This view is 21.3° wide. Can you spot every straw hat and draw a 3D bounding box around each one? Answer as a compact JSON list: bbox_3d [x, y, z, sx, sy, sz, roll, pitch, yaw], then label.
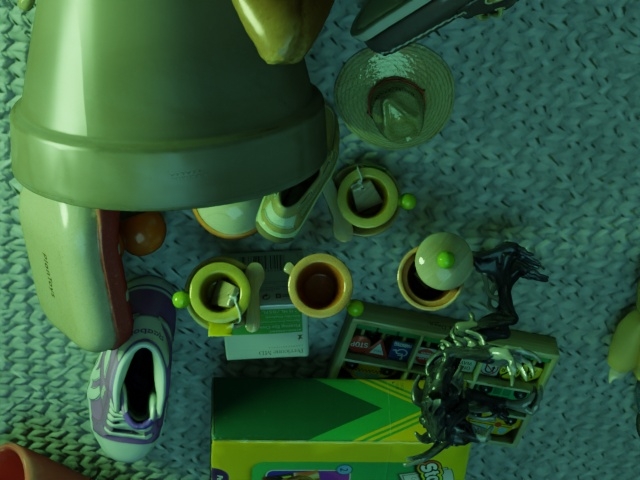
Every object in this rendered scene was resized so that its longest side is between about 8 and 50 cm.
[{"bbox_3d":[0.085,-0.142,1.864,0.144,0.061,0.144,-1,128,-1],"label":"straw hat"}]

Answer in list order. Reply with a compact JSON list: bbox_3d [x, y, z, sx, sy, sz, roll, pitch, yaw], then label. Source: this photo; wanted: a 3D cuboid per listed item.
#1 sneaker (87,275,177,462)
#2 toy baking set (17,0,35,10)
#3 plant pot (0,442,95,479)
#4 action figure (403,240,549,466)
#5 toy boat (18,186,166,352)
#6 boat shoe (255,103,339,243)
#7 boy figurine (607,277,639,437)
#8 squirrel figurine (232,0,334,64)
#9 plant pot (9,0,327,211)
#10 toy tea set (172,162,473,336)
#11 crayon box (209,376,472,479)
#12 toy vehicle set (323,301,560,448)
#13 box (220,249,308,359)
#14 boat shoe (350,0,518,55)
[{"bbox_3d":[-0.232,0.198,2.051,0.102,0.161,0.282,4,128,-7],"label":"sneaker"},{"bbox_3d":[-0.339,-0.344,1.712,0.196,0.030,0.256,24,123,-19],"label":"toy baking set"},{"bbox_3d":[-0.326,0.418,2.168,0.243,0.275,0.275,20,124,-27],"label":"plant pot"},{"bbox_3d":[0.189,0.143,1.947,0.141,0.276,0.164,18,165,12],"label":"action figure"},{"bbox_3d":[-0.244,0.003,1.930,0.151,0.151,0.231,-25,127,-28],"label":"toy boat"},{"bbox_3d":[-0.014,-0.085,1.819,0.068,0.190,0.072,18,142,-4],"label":"boat shoe"},{"bbox_3d":[0.438,0.132,2.071,0.177,0.092,0.285,-5,131,5],"label":"boy figurine"},{"bbox_3d":[0.061,-0.411,1.464,0.281,0.397,0.370,-20,169,-33],"label":"squirrel figurine"},{"bbox_3d":[-0.156,-0.210,1.676,0.323,0.323,0.280,-2,112,-1],"label":"plant pot"},{"bbox_3d":[0.000,0.000,1.879,0.336,0.124,0.200,-3,85,-1],"label":"toy tea set"},{"bbox_3d":[0.015,0.322,2.160,0.313,0.106,0.363,1,137,-4],"label":"crayon box"},{"bbox_3d":[0.144,0.170,2.120,0.267,0.035,0.166,10,126,-10],"label":"toy vehicle set"},{"bbox_3d":[-0.066,0.075,1.999,0.101,0.102,0.087,-3,129,-1],"label":"box"},{"bbox_3d":[0.178,-0.282,1.730,0.324,0.116,0.097,-36,118,16],"label":"boat shoe"}]
